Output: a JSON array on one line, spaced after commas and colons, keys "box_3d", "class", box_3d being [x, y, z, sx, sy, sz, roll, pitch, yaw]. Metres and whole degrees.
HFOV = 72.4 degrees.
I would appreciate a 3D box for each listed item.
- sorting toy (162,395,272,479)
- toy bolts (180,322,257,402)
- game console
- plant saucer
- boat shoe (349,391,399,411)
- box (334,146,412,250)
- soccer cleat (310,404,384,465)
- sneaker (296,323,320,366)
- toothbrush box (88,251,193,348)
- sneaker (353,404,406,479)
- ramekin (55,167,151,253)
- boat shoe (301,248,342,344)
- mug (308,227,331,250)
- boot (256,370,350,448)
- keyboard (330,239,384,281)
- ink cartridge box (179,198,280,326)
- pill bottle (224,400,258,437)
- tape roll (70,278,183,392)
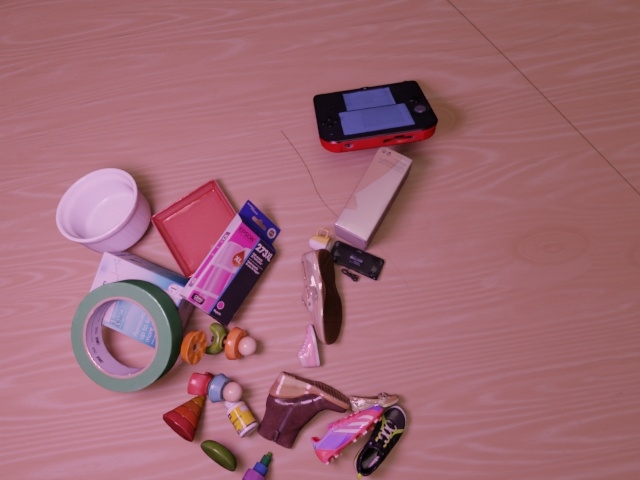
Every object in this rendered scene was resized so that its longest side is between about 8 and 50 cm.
[{"box_3d": [-0.298, 0.595, 1.331, 0.365, 0.127, 0.126, 33, 51, 7], "class": "sorting toy"}, {"box_3d": [-0.303, 0.377, 1.315, 0.158, 0.218, 0.229, 8, 84, 18], "class": "toy bolts"}, {"box_3d": [0.176, -0.435, 1.487, 0.385, 0.060, 0.342, -8, 49, 0], "class": "game console"}, {"box_3d": [-0.406, -0.040, 1.499, 0.258, 0.048, 0.259, -33, 78, -5], "class": "plant saucer"}, {"box_3d": [0.165, 0.487, 1.341, 0.152, 0.056, 0.048, -13, 81, 7], "class": "boat shoe"}, {"box_3d": [0.174, -0.137, 1.444, 0.121, 0.148, 0.311, 29, 78, 10], "class": "box"}, {"box_3d": [0.078, 0.559, 1.298, 0.248, 0.083, 0.095, -44, 63, 8], "class": "soccer cleat"}, {"box_3d": [-0.045, 0.337, 1.387, 0.070, 0.051, 0.135, -8, 80, -5], "class": "sneaker"}, {"box_3d": [-0.566, 0.185, 1.393, 0.295, 0.126, 0.217, 23, 92, 9], "class": "toothbrush box"}, {"box_3d": [0.183, 0.600, 1.289, 0.084, 0.097, 0.235, 33, 80, 9], "class": "sneaker"}, {"box_3d": [-0.706, -0.090, 1.453, 0.276, 0.135, 0.278, -4, 62, 8], "class": "ramekin"}, {"box_3d": [-0.005, 0.182, 1.407, 0.098, 0.109, 0.303, -13, 81, 37], "class": "boat shoe"}, {"box_3d": [0.000, 0.003, 1.465, 0.064, 0.062, 0.078, 20, 72, 16], "class": "mug"}, {"box_3d": [-0.053, 0.536, 1.339, 0.248, 0.090, 0.207, 20, 90, 6], "class": "boot"}, {"box_3d": [0.112, 0.080, 1.458, 0.180, 0.023, 0.108, 23, 72, 9], "class": "keyboard"}, {"box_3d": [-0.263, 0.068, 1.384, 0.069, 0.176, 0.371, 9, 61, 47], "class": "ink cartridge box"}, {"box_3d": [-0.246, 0.535, 1.339, 0.065, 0.065, 0.116, -38, 64, -6], "class": "pill bottle"}, {"box_3d": [-0.571, 0.278, 1.292, 0.320, 0.077, 0.322, 0, 93, 9], "class": "tape roll"}]
